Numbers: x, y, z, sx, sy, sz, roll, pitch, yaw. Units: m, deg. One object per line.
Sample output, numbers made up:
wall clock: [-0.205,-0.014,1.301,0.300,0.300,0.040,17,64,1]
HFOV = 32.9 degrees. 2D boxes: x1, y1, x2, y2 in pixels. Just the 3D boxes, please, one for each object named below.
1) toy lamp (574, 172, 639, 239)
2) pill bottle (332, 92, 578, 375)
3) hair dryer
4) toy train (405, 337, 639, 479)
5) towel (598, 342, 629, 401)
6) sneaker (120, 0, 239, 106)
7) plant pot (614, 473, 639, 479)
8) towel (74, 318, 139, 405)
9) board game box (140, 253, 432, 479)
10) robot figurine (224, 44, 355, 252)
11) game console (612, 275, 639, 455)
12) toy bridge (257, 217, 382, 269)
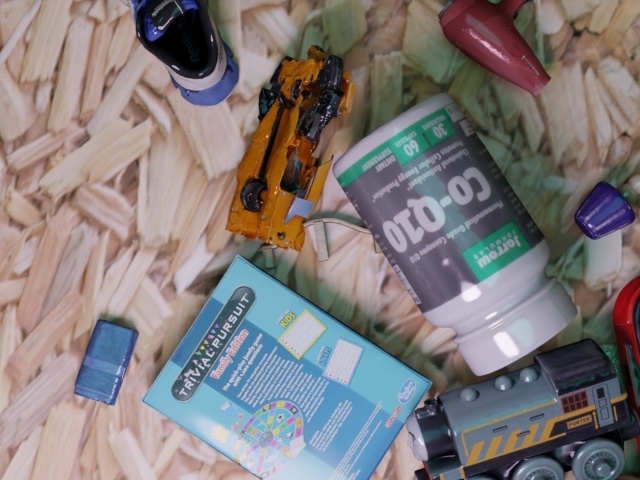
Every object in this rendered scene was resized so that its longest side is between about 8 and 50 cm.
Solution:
toy lamp: [0.490,-0.105,1.589,0.275,0.080,0.080,-41,88,-2]
pill bottle: [0.192,-0.007,1.523,0.204,0.204,0.361,-33,88,-1]
hair dryer: [0.282,-0.356,1.600,0.223,0.080,0.293,-9,88,-1]
toy train: [0.281,0.264,1.521,0.334,0.142,0.190,-17,114,-1]
towel: [0.478,0.205,1.600,0.148,0.027,0.110,5,87,1]
sneaker: [-0.224,-0.348,1.553,0.127,0.182,0.315,-33,88,-2]
plant pot: [0.404,0.438,1.488,0.167,0.167,0.165,50,48,2]
towel: [-0.318,0.180,1.607,0.067,0.029,0.119,19,89,1]
board game box: [-0.048,0.217,1.578,0.336,0.079,0.254,34,88,2]
robot figurine: [-0.040,-0.136,1.551,0.085,0.211,0.291,21,88,-31]
game console: [0.616,0.218,1.577,0.342,0.060,0.386,-10,88,-12]
toy bridge: [0.000,0.000,1.613,0.188,0.026,0.063,-8,85,0]
